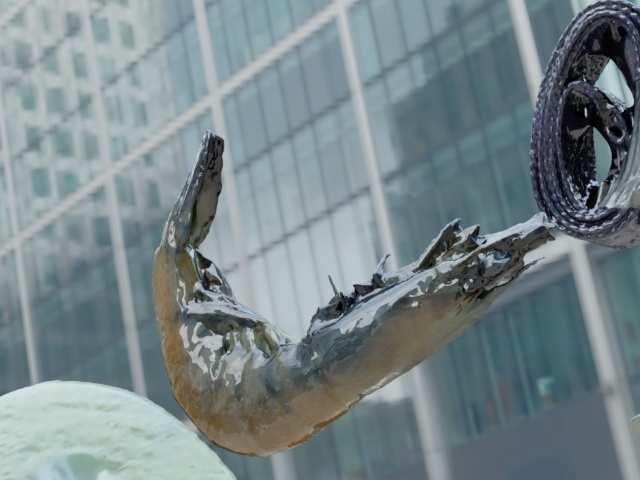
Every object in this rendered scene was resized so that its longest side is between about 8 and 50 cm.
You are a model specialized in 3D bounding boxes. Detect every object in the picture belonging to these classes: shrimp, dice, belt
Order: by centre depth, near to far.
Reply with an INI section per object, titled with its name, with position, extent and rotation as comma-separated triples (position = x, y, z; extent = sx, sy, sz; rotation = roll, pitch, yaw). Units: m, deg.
[shrimp]
position = 0.000, 0.000, 0.958
extent = 0.262, 0.198, 0.051
rotation = -32, -19, 25
[dice]
position = -0.208, 0.282, 1.333
extent = 0.254, 0.252, 0.250
rotation = -22, -44, -41
[belt]
position = 0.287, -0.108, 1.588
extent = 0.139, 0.231, 0.126
rotation = 8, 0, 28

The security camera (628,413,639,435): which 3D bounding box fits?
[security camera]
position = 0.337, 0.217, 1.625
extent = 0.058, 0.092, 0.058
rotation = -3, -31, -2
